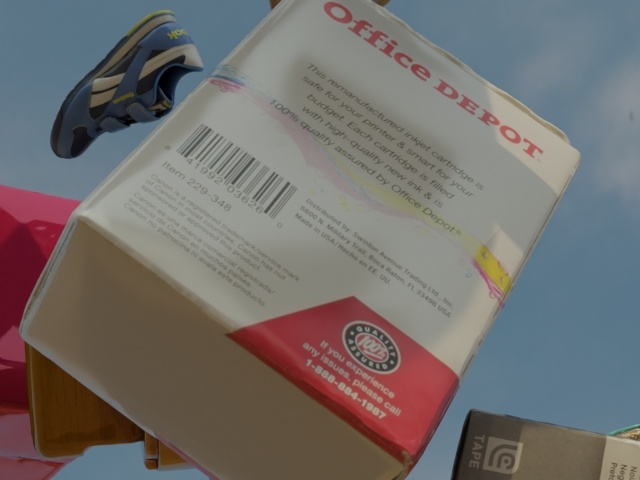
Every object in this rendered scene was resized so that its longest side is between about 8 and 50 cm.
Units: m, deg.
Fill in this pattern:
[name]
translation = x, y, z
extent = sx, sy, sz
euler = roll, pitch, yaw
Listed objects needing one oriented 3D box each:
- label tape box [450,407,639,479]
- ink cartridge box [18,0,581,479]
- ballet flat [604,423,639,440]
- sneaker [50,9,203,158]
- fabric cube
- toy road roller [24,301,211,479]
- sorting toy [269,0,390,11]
[label tape box]
translation = 0.251, 0.223, 0.900
extent = 0.334, 0.105, 0.240
euler = 10, -24, 12
[ink cartridge box]
translation = 0.000, 0.000, 0.858
extent = 0.226, 0.306, 0.131
euler = 36, -47, 2
[ballet flat]
translation = 0.264, 0.253, 1.485
extent = 0.206, 0.067, 0.073
euler = -20, -23, 15
[sneaker]
translation = -0.150, -0.110, 1.079
extent = 0.144, 0.053, 0.059
euler = -45, -98, 11
[fabric cube]
translation = -0.378, 0.100, 1.419
extent = 0.258, 0.254, 0.259
euler = 13, -35, -33
[toy road roller]
translation = -0.141, 0.095, 1.253
extent = 0.241, 0.329, 0.202
euler = -2, -82, -11
[sorting toy]
translation = 0.004, -0.257, 1.431
extent = 0.047, 0.196, 0.347
euler = 20, -34, 24
